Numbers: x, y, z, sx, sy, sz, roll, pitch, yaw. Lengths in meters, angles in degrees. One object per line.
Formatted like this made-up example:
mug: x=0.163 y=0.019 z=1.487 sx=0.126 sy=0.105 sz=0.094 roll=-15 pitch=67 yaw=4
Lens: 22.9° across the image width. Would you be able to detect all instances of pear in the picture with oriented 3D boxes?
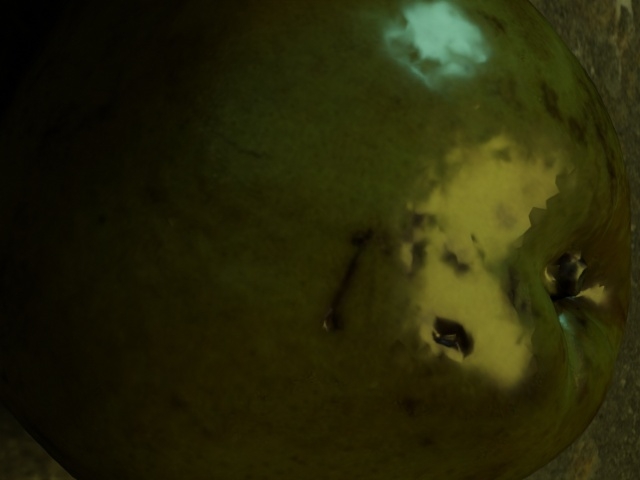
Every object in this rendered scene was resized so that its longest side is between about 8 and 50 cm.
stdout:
pear: x=0.000 y=0.000 z=0.745 sx=0.304 sy=0.304 sz=0.304 roll=-36 pitch=132 yaw=-54
